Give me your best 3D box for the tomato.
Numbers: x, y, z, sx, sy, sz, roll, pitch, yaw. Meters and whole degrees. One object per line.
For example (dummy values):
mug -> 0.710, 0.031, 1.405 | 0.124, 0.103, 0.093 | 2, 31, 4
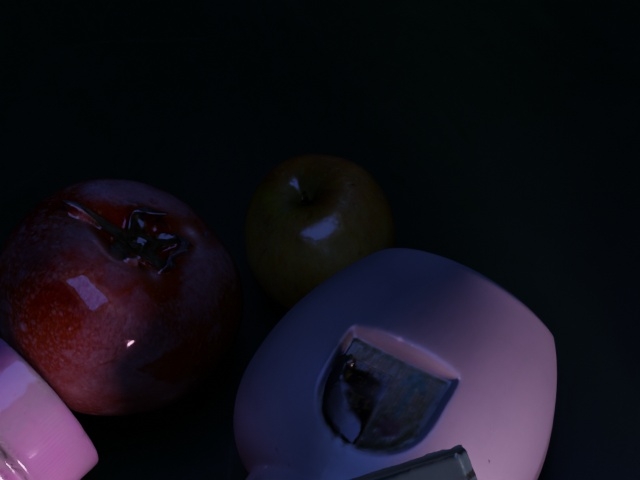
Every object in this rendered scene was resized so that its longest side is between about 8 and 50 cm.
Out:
tomato -> -0.223, 0.067, 1.820 | 0.270, 0.227, 0.270 | 14, 41, -13

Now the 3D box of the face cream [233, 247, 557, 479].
face cream -> 0.064, 0.199, 1.706 | 0.312, 0.219, 0.357 | 25, 67, 16

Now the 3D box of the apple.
apple -> 0.000, 0.000, 1.883 | 0.182, 0.155, 0.182 | -11, 47, 12

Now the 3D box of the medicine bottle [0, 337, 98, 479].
medicine bottle -> -0.414, 0.261, 1.728 | 0.212, 0.212, 0.325 | 38, 70, 26

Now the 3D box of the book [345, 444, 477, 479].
book -> 0.076, 0.393, 1.516 | 0.264, 0.031, 0.379 | -19, 94, 21
